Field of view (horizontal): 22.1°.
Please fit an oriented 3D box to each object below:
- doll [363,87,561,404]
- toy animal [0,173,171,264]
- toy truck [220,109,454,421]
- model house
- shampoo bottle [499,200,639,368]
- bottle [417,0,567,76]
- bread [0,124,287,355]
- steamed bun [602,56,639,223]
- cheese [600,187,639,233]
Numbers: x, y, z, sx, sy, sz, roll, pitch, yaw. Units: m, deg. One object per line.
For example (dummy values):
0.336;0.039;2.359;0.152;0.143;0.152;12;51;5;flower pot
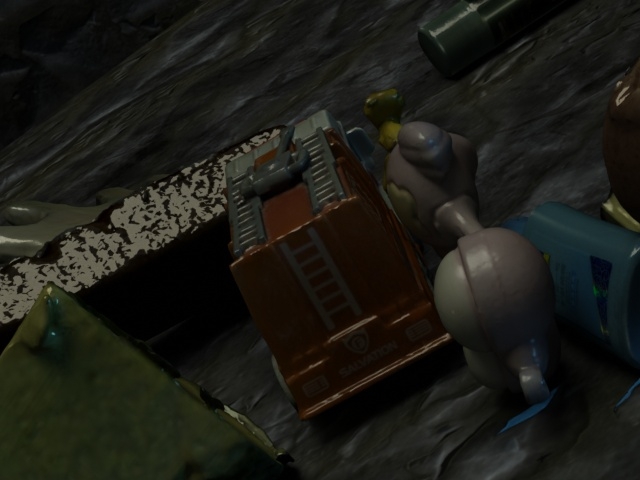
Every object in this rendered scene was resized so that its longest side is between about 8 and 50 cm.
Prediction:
0.123;0.005;1.377;0.094;0.160;0.365;-19;40;0;doll
-0.262;0.032;2.047;0.266;0.188;0.308;-4;14;13;toy animal
0.000;0.000;1.589;0.173;0.207;0.387;-29;19;5;toy truck
-0.202;0.204;1.376;0.266;0.261;0.321;-50;0;-6;model house
0.216;0.027;1.367;0.061;0.104;0.258;-3;11;-17;shampoo bottle
0.265;-0.325;2.203;0.286;0.082;0.082;-34;19;-9;bottle
-0.189;0.022;1.817;0.416;0.165;0.113;-28;59;-15;bread
0.379;-0.081;1.251;0.301;0.199;0.251;-37;35;-28;steamed bun
0.346;-0.090;1.403;0.255;0.127;0.050;-41;60;-4;cheese
